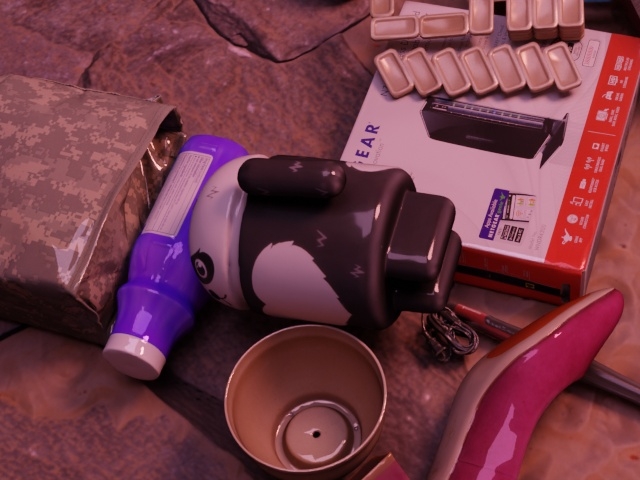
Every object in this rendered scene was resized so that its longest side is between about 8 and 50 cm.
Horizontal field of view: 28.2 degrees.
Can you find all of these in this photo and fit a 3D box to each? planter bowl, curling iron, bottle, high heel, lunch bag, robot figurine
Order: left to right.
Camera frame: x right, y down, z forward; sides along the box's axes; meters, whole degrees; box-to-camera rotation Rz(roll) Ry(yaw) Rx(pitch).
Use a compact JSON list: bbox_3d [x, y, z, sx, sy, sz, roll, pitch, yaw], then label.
[{"bbox_3d":[-0.305,-0.053,1.468,0.235,0.169,0.287,12,64,17],"label":"lunch bag"},{"bbox_3d":[-0.157,0.019,1.427,0.092,0.118,0.283,13,60,16],"label":"bottle"},{"bbox_3d":[-0.008,0.181,1.301,0.162,0.109,0.162,-4,57,7],"label":"planter bowl"},{"bbox_3d":[0.000,0.003,1.317,0.278,0.209,0.173,7,18,18],"label":"robot figurine"},{"bbox_3d":[0.195,0.212,1.256,0.377,0.127,0.181,-39,90,-11],"label":"high heel"},{"bbox_3d":[0.232,0.129,1.345,0.274,0.035,0.068,18,74,18],"label":"curling iron"}]

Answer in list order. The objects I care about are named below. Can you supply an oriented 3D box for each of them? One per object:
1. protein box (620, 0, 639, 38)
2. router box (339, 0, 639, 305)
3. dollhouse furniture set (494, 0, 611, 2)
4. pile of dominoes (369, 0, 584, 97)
[{"bbox_3d":[0.466,-0.316,1.484,0.199,0.136,0.201,-20,79,-15],"label":"protein box"},{"bbox_3d":[0.193,-0.108,1.476,0.301,0.082,0.335,12,60,16],"label":"router box"},{"bbox_3d":[0.288,-0.357,1.566,0.183,0.129,0.129,1,101,11],"label":"dollhouse furniture set"},{"bbox_3d":[0.182,-0.254,1.500,0.251,0.040,0.196,-2,72,12],"label":"pile of dominoes"}]
